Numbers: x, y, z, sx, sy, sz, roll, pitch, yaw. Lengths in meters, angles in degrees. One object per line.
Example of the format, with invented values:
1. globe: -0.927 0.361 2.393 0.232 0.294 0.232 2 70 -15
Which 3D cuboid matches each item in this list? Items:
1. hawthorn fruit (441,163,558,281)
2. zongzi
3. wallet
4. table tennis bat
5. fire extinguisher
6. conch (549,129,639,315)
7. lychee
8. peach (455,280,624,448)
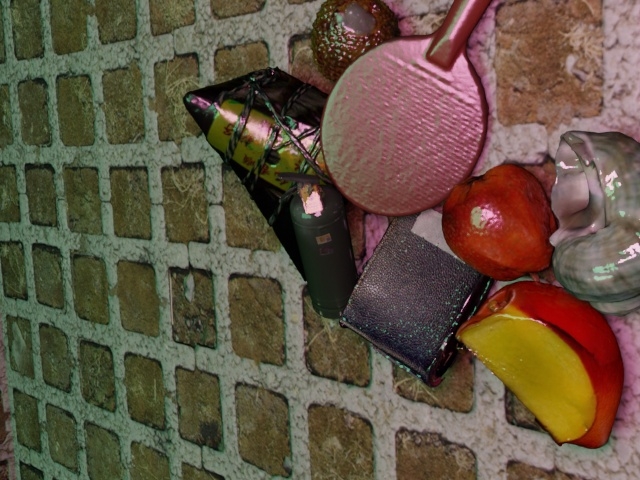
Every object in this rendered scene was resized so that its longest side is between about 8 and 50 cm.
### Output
1. hawthorn fruit: 0.271 -0.025 1.338 0.173 0.179 0.173 -38 30 27
2. zongzi: -0.063 -0.124 1.643 0.383 0.319 0.362 29 117 16
3. wallet: 0.169 0.083 1.496 0.221 0.071 0.262 32 100 40
4. table tennis bat: 0.157 -0.229 1.429 0.268 0.051 0.415 30 109 6
5. fire extinguisher: 0.000 0.000 1.546 0.095 0.114 0.311 -108 6 -51
6. conch: 0.396 -0.010 1.202 0.220 0.195 0.277 23 137 57
7. lychee: 0.055 -0.346 1.523 0.171 0.171 0.171 11 105 46
8. peach: 0.352 0.167 1.273 0.267 0.158 0.154 47 136 6
